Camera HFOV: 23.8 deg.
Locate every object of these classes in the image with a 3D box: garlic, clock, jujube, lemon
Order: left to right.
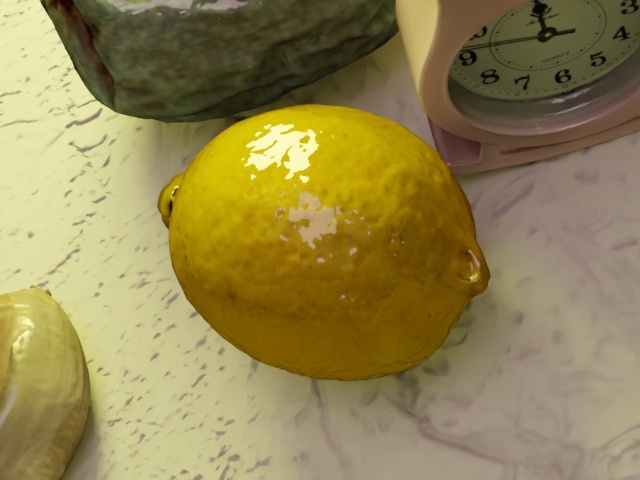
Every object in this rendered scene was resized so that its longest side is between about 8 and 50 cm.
[{"bbox_3d":[-0.224,0.122,1.120,0.101,0.087,0.195,3,70,34],"label":"garlic"},{"bbox_3d":[-0.070,-0.219,1.145,0.308,0.215,0.246,-12,87,10],"label":"jujube"},{"bbox_3d":[0.000,0.000,1.035,0.256,0.188,0.188,16,73,29],"label":"lemon"},{"bbox_3d":[0.189,-0.170,0.998,0.290,0.275,0.080,-16,59,8],"label":"clock"}]
